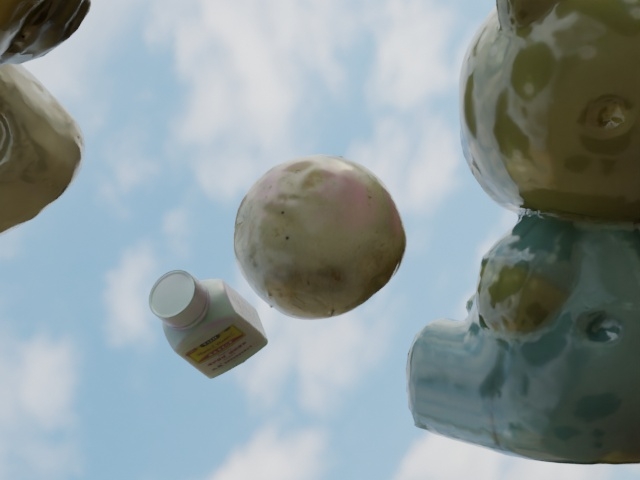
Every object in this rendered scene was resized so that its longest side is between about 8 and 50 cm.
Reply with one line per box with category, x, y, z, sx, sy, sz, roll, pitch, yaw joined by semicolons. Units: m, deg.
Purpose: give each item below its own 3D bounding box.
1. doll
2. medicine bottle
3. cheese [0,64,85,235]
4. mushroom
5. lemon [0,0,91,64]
doll;0.147;-0.021;0.881;0.177;0.161;0.260;1;-86;-37
medicine bottle;-0.111;0.076;1.640;0.074;0.055;0.118;-31;-39;11
cheese;-0.409;-0.097;1.403;0.351;0.328;0.129;-32;7;20
mushroom;0.000;0.000;0.828;0.083;0.083;0.067;-52;-30;-18
lemon;-0.247;-0.188;0.602;0.387;0.350;0.350;41;-106;-20
